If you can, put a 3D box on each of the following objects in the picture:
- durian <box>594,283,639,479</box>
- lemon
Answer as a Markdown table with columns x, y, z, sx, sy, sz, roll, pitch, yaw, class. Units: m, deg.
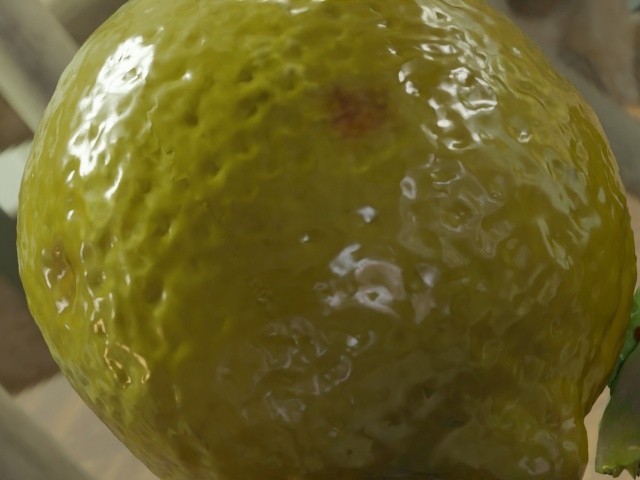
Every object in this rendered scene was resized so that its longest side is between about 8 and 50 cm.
| x | y | z | sx | sy | sz | roll | pitch | yaw | class |
| --- | --- | --- | --- | --- | --- | --- | --- | --- | --- |
| 0.254 | -0.040 | 0.685 | 0.169 | 0.157 | 0.356 | 22 | 60 | 13 | durian |
| 0.005 | 0.003 | 0.620 | 0.228 | 0.228 | 0.253 | -43 | 41 | -11 | lemon |
